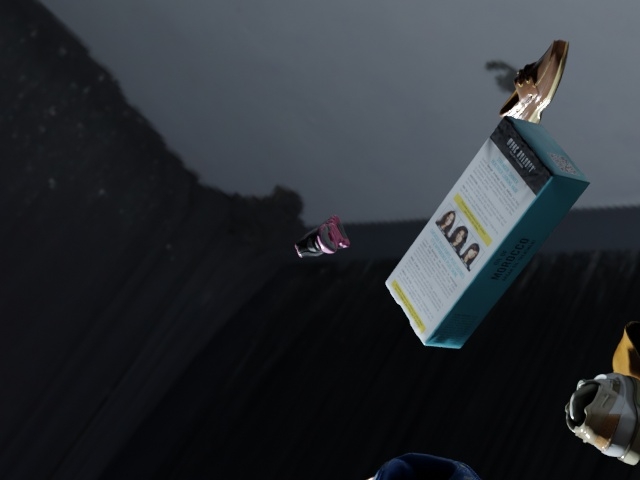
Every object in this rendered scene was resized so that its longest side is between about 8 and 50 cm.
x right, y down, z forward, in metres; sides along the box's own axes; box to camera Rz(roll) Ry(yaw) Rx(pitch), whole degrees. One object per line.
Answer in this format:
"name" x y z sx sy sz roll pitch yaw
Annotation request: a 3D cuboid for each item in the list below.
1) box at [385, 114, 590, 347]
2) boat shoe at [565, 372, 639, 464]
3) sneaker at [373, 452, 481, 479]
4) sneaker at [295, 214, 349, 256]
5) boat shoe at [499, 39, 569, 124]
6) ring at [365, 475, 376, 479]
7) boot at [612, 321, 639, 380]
"box" 0.172 -0.005 1.291 0.060 0.100 0.244 9 127 -39
"boat shoe" 0.454 0.266 1.954 0.103 0.113 0.302 22 -174 2
"sneaker" 0.066 0.236 1.030 0.240 0.091 0.126 -26 111 39
"sneaker" 0.000 0.000 1.585 0.057 0.119 0.047 -26 87 17
"boat shoe" 0.313 -0.227 1.777 0.060 0.064 0.178 21 142 0
"ring" 0.052 0.463 1.526 0.032 0.337 0.336 21 155 -20
"boot" 0.603 0.284 2.053 0.295 0.104 0.211 50 166 26
